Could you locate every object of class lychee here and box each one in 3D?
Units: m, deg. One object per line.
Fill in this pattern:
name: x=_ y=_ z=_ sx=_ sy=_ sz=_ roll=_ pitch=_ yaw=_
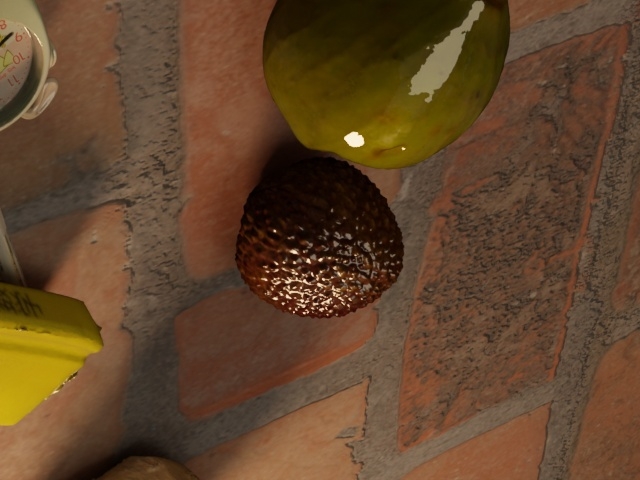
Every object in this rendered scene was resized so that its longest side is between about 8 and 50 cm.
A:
lychee: x=-0.003 y=-0.002 z=1.994 sx=0.194 sy=0.194 sz=0.194 roll=-26 pitch=138 yaw=-26

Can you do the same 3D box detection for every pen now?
pen: x=-0.320 y=0.006 z=1.814 sx=0.026 sy=0.026 sz=0.218 roll=-32 pitch=140 yaw=-20

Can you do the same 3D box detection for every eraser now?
eraser: x=-0.337 y=0.113 z=1.808 sx=0.158 sy=0.069 sz=0.226 roll=-39 pitch=155 yaw=18

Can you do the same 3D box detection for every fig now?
fig: x=0.077 y=-0.200 z=1.831 sx=0.239 sy=0.239 sz=0.271 roll=-8 pitch=159 yaw=-40

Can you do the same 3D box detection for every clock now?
clock: x=-0.317 y=-0.160 z=1.634 sx=0.151 sy=0.062 sz=0.191 roll=-38 pitch=143 yaw=-13

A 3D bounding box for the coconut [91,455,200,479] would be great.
coconut: x=-0.203 y=0.423 z=2.118 sx=0.297 sy=0.254 sz=0.297 roll=-25 pitch=139 yaw=-24
